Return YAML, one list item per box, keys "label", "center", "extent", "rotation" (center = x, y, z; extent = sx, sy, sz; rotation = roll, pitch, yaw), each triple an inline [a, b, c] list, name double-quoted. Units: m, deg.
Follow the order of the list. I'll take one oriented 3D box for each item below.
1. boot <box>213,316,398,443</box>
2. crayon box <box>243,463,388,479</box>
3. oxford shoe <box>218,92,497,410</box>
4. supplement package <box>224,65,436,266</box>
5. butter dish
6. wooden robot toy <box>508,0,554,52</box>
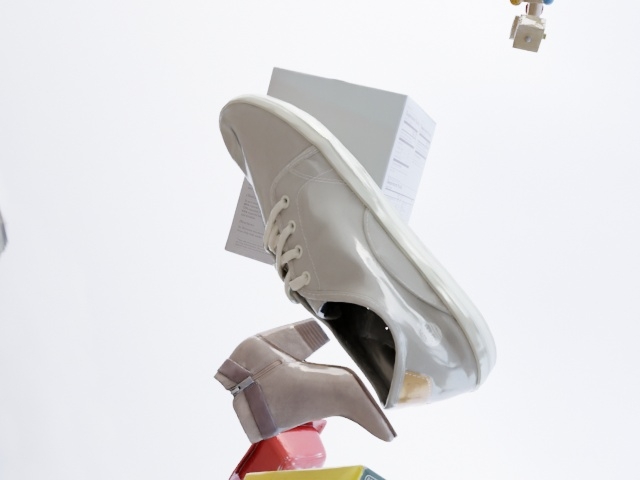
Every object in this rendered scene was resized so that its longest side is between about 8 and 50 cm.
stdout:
- label: "boot"
  center: [-0.015, 0.113, 0.491]
  extent: [0.118, 0.087, 0.042]
  rotation: [51, -16, 21]
- label: "crayon box"
  center: [-0.063, 0.465, 0.845]
  extent: [0.106, 0.362, 0.313]
  rotation: [37, -34, -15]
- label: "oxford shoe"
  center: [0.000, 0.000, 0.768]
  extent: [0.449, 0.130, 0.169]
  rotation: [51, -23, 24]
- label: "supplement package"
  center: [0.022, -0.082, 1.009]
  extent: [0.199, 0.198, 0.262]
  rotation: [17, -86, 20]
- label: "butter dish"
  center: [-0.054, 0.401, 1.225]
  extent: [0.160, 0.160, 0.118]
  rotation: [-57, -132, 19]
- label: "wooden robot toy"
  center: [0.214, -0.270, 0.776]
  extent: [0.079, 0.173, 0.076]
  rotation: [13, -30, 8]
